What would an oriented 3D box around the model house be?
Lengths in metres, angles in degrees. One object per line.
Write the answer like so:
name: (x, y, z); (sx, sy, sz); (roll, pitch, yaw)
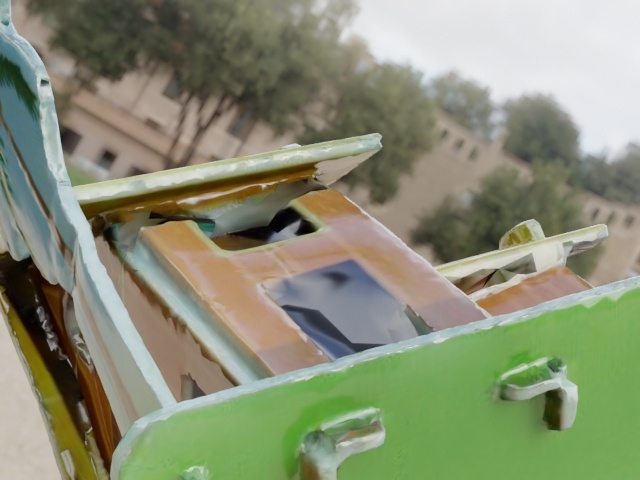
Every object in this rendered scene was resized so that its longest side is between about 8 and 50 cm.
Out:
model house: (0.000, 0.000, 0.680); (0.300, 0.340, 0.323); (-14, 30, -24)
